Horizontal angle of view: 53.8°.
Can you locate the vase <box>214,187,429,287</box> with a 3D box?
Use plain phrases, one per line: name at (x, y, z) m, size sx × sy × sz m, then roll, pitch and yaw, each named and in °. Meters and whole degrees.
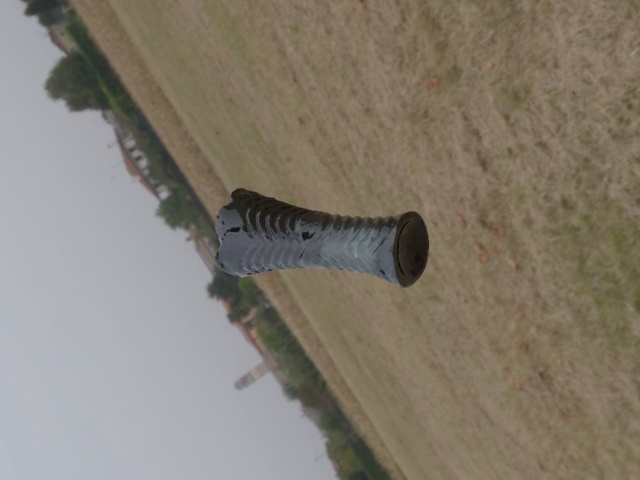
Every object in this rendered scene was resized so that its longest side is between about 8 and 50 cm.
vase at (0.000, 0.000, 0.707) m, size 0.237 × 0.115 × 0.116 m, roll 5°, pitch 138°, yaw 36°
